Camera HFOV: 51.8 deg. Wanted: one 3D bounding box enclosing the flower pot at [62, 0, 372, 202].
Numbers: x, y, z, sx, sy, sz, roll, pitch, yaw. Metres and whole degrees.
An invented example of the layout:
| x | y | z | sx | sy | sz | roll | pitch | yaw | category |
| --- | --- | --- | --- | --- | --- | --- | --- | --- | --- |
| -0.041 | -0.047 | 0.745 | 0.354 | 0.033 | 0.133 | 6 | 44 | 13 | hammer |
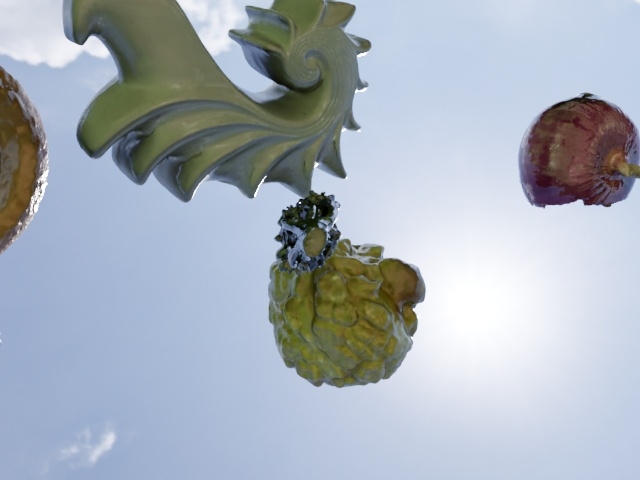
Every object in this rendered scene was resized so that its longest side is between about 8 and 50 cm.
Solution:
| x | y | z | sx | sy | sz | roll | pitch | yaw | category |
| --- | --- | --- | --- | --- | --- | --- | --- | --- | --- |
| -0.119 | -0.182 | 0.802 | 0.367 | 0.254 | 0.164 | -6 | -153 | -33 | flower pot |

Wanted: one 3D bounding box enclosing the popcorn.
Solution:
| x | y | z | sx | sy | sz | roll | pitch | yaw | category |
| --- | --- | --- | --- | --- | --- | --- | --- | --- | --- |
| 0.036 | 0.087 | 0.985 | 0.236 | 0.206 | 0.251 | 8 | -143 | 20 | popcorn |

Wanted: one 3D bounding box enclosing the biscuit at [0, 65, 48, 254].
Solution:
| x | y | z | sx | sy | sz | roll | pitch | yaw | category |
| --- | --- | --- | --- | --- | --- | --- | --- | --- | --- |
| -0.457 | -0.092 | 0.761 | 0.102 | 0.296 | 0.296 | 14 | -127 | 39 | biscuit |

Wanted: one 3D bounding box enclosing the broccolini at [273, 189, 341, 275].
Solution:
| x | y | z | sx | sy | sz | roll | pitch | yaw | category |
| --- | --- | --- | --- | --- | --- | --- | --- | --- | --- |
| -0.015 | -0.014 | 0.582 | 0.068 | 0.202 | 0.091 | 42 | -93 | 4 | broccolini |

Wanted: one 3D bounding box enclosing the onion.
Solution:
| x | y | z | sx | sy | sz | roll | pitch | yaw | category |
| --- | --- | --- | --- | --- | --- | --- | --- | --- | --- |
| 0.417 | -0.144 | 1.067 | 0.207 | 0.201 | 0.201 | -9 | -124 | -2 | onion |
